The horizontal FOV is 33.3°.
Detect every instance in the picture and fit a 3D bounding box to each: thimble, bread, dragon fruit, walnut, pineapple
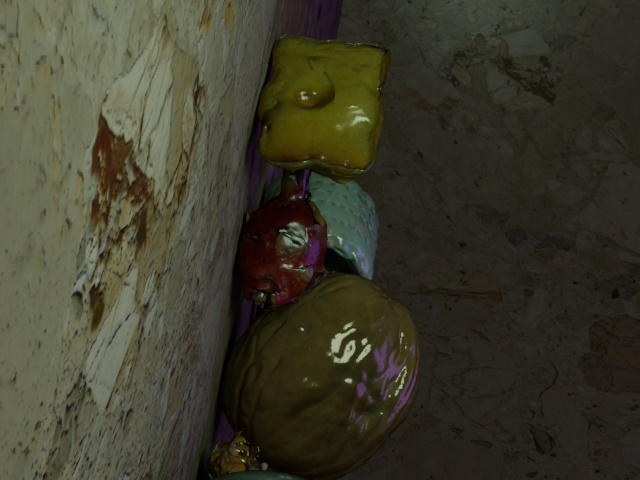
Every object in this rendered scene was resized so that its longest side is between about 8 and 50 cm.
[{"bbox_3d":[0.000,0.000,1.678,0.211,0.185,0.149,49,39,-36],"label":"thimble"},{"bbox_3d":[0.004,-0.166,1.392,0.088,0.161,0.233,84,13,-48],"label":"bread"},{"bbox_3d":[-0.044,-0.027,1.454,0.125,0.125,0.246,-70,168,-78],"label":"dragon fruit"},{"bbox_3d":[0.008,0.198,1.572,0.313,0.277,0.252,-45,-165,-5],"label":"walnut"},{"bbox_3d":[-0.111,0.363,1.440,0.225,0.076,0.224,168,-90,-68],"label":"pineapple"}]

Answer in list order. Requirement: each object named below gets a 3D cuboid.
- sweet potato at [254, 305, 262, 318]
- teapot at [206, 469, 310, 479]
[{"bbox_3d":[-0.056,0.066,1.920,0.359,0.112,0.112,-62,176,-8],"label":"sweet potato"},{"bbox_3d":[-0.094,0.410,1.014,0.300,0.253,0.344,-46,-175,24],"label":"teapot"}]
